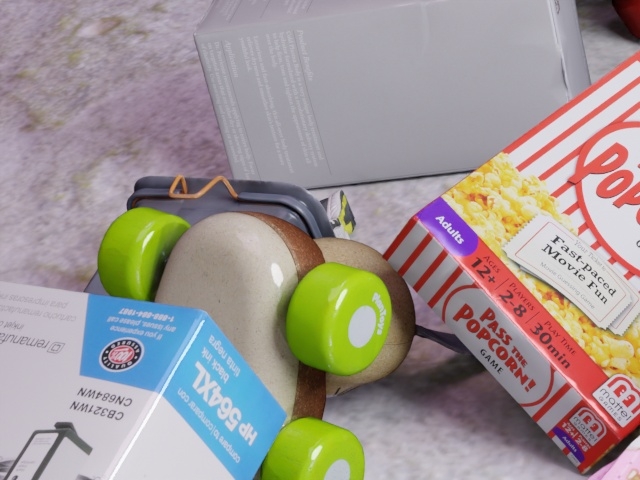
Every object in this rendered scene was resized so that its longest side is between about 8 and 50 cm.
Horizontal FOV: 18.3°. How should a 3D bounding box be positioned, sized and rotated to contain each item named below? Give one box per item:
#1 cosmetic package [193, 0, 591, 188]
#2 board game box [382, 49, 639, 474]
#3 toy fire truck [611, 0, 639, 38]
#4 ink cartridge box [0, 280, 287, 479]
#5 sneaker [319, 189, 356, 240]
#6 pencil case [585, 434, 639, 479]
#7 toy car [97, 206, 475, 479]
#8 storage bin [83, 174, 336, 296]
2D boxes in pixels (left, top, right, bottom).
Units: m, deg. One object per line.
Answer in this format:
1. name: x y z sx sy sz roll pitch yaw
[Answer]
1. cosmetic package: 0.051 -0.113 1.288 0.238 0.127 0.107 -6 28 14
2. board game box: 0.148 0.005 1.005 0.147 0.045 0.193 47 54 9
3. toy fire truck: 0.166 -0.226 1.444 0.254 0.169 0.302 -29 18 27
4. ink cartridge box: -0.132 0.127 0.892 0.148 0.086 0.203 6 53 37
5. sneaker: 0.000 0.000 1.208 0.035 0.031 0.083 -21 20 18
6. pencil case: 0.226 0.078 0.797 0.167 0.160 0.386 7 35 35
7. toy car: -0.002 0.058 1.030 0.155 0.149 0.188 17 12 37
8. storage bin: -0.068 0.020 1.138 0.135 0.098 0.091 3 42 32
